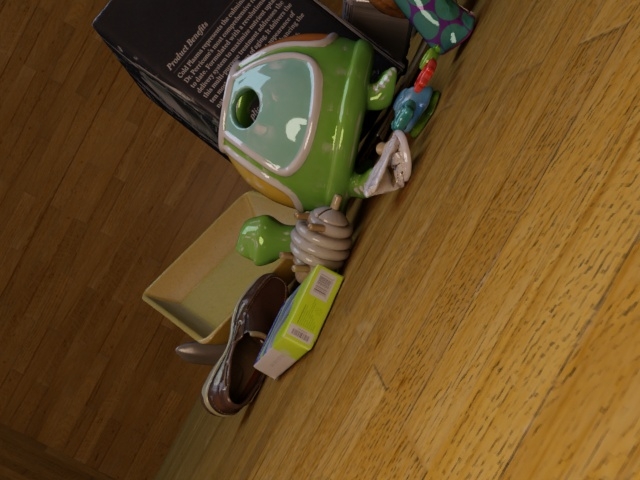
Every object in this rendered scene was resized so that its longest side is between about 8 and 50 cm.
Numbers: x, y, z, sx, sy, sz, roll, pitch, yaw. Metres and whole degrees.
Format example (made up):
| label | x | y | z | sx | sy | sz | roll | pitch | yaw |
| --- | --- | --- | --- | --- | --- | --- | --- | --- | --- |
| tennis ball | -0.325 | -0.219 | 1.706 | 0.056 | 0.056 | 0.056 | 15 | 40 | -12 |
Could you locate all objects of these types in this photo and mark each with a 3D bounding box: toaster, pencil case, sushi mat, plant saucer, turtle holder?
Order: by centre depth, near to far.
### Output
| label | x | y | z | sx | sy | sz | roll | pitch | yaw |
| --- | --- | --- | --- | --- | --- | --- | --- | --- | --- |
| pencil case | 0.136 | -0.319 | 0.886 | 0.070 | 0.151 | 0.064 | -39 | 9 | 11 |
| turtle holder | -0.027 | -0.143 | 0.996 | 0.243 | 0.227 | 0.320 | -79 | 0 | -57 |
| sushi mat | 0.157 | -0.290 | 1.271 | 0.316 | 0.019 | 0.151 | -63 | 4 | -14 |
| toaster | 0.117 | -0.439 | 1.345 | 0.227 | 0.146 | 0.129 | 96 | -178 | -53 |
| plant saucer | -0.162 | 0.057 | 1.348 | 0.333 | 0.081 | 0.333 | -46 | 32 | -17 |

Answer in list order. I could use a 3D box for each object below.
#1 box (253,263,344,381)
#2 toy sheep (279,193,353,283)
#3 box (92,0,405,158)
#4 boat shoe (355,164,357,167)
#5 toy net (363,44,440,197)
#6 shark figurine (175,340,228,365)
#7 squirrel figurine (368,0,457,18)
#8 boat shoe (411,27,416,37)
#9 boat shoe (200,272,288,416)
| label | x | y | z | sx | sy | sz | roll | pitch | yaw |
| --- | --- | --- | --- | --- | --- | --- | --- | --- | --- |
| box | -0.033 | 0.111 | 0.882 | 0.109 | 0.042 | 0.178 | -64 | 6 | -29 |
| toy sheep | 0.000 | 0.000 | 0.889 | 0.091 | 0.091 | 0.132 | -74 | 8 | -68 |
| box | -0.133 | -0.321 | 1.387 | 0.297 | 0.472 | 0.480 | -51 | 0 | -4 |
| boat shoe | 0.041 | -0.113 | 1.320 | 0.049 | 0.056 | 0.152 | -65 | -6 | 26 |
| toy net | 0.108 | -0.132 | 0.798 | 0.122 | 0.045 | 0.232 | -54 | 11 | 46 |
| shark figurine | -0.136 | 0.184 | 1.388 | 0.278 | 0.166 | 0.116 | -45 | 27 | -13 |
| squirrel figurine | 0.208 | -0.519 | 1.005 | 0.397 | 0.281 | 0.370 | -48 | -15 | -39 |
| boat shoe | 0.249 | -0.618 | 1.765 | 0.075 | 0.083 | 0.226 | -64 | 5 | -16 |
| boat shoe | -0.102 | 0.164 | 1.103 | 0.095 | 0.095 | 0.257 | -28 | 37 | 56 |
